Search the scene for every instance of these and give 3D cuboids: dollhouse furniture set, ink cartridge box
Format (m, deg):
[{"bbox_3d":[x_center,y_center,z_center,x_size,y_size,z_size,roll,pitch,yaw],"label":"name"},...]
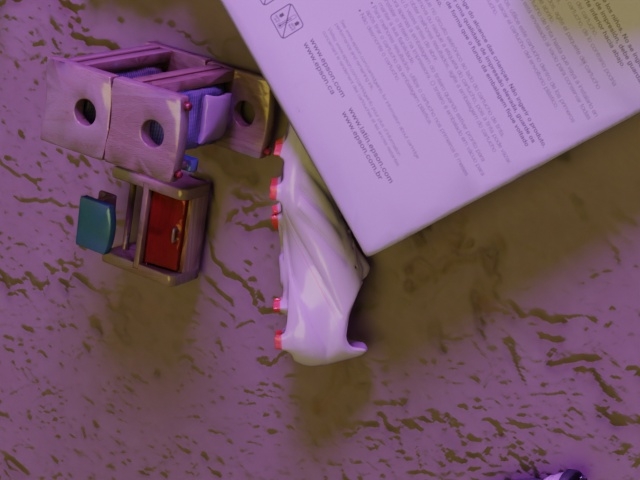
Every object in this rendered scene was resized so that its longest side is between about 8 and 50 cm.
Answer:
[{"bbox_3d":[-0.128,-0.044,1.172,0.129,0.129,0.183,19,111,27],"label":"dollhouse furniture set"},{"bbox_3d":[0.092,-0.202,1.059,0.330,0.071,0.324,-29,91,24],"label":"ink cartridge box"}]

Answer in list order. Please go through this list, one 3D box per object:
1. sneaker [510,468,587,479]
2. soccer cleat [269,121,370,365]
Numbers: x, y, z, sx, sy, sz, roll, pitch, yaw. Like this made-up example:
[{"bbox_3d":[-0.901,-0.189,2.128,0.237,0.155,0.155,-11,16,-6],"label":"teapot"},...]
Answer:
[{"bbox_3d":[0.163,0.288,1.168,0.106,0.078,0.234,-3,100,30],"label":"sneaker"},{"bbox_3d":[0.000,0.000,1.174,0.076,0.068,0.196,-2,100,0],"label":"soccer cleat"}]
